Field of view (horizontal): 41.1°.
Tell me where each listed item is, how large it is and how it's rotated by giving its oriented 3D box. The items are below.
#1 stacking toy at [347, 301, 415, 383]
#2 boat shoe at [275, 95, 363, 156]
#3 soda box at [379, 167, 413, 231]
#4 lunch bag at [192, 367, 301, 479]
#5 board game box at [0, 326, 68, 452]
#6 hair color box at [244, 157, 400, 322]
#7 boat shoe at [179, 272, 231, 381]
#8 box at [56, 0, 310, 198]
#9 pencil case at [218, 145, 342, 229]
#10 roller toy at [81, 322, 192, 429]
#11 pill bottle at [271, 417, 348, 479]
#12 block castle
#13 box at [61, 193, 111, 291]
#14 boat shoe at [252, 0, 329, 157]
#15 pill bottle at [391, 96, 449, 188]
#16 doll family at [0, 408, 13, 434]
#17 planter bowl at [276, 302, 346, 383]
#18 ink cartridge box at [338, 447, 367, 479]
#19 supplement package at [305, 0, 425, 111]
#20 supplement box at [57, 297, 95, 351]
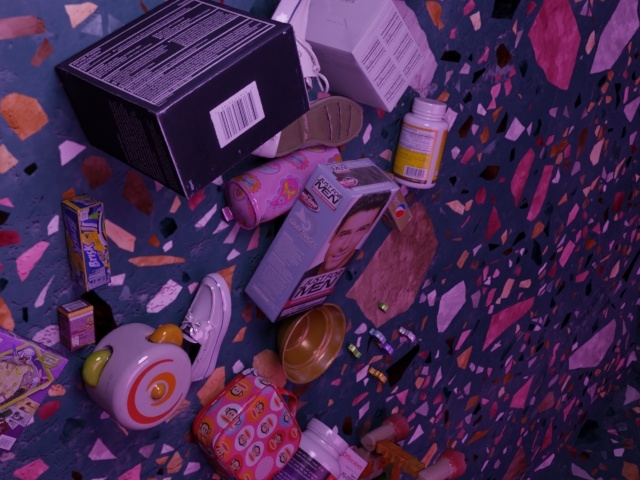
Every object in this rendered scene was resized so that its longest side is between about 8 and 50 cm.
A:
[{"bbox_3d":[0.175,0.291,2.422,0.167,0.052,0.221,-53,140,-13],"label":"stacking toy"},{"bbox_3d":[-0.038,-0.252,1.835,0.302,0.103,0.113,-17,112,-41],"label":"boat shoe"},{"bbox_3d":[0.175,-0.104,2.190,0.058,0.061,0.181,-50,139,-15],"label":"soda box"},{"bbox_3d":[-0.160,0.460,2.086,0.258,0.120,0.293,-44,137,-24],"label":"lunch bag"},{"bbox_3d":[-0.630,0.238,1.494,0.208,0.056,0.347,-55,141,-4],"label":"board game box"},{"bbox_3d":[0.000,0.000,1.898,0.185,0.113,0.375,-14,142,-51],"label":"hair color box"},{"bbox_3d":[-0.260,0.195,1.845,0.084,0.095,0.258,-12,118,-49],"label":"boat shoe"},{"bbox_3d":[-0.229,-0.260,1.463,0.296,0.294,0.183,-39,138,-27],"label":"box"},{"bbox_3d":[-0.079,-0.123,1.857,0.284,0.124,0.124,-30,131,-34],"label":"pencil case"},{"bbox_3d":[-0.363,0.277,1.733,0.209,0.146,0.191,-34,134,-32],"label":"roller toy"},{"bbox_3d":[-0.070,0.632,2.234,0.323,0.181,0.181,-51,140,-15],"label":"pill bottle"},{"bbox_3d":[0.253,0.781,2.587,0.212,0.303,0.454,-15,122,-44],"label":"block castle"},{"bbox_3d":[-0.430,0.004,1.573,0.054,0.059,0.169,-24,127,-40],"label":"box"},{"bbox_3d":[-0.057,-0.330,1.669,0.156,0.136,0.367,22,78,-13],"label":"boat shoe"},{"bbox_3d":[0.255,-0.247,2.156,0.117,0.117,0.215,-10,118,-45],"label":"pill bottle"},{"bbox_3d":[-0.615,0.323,1.433,0.193,0.111,0.076,-35,134,-30],"label":"doll family"},{"bbox_3d":[-0.043,0.238,2.115,0.217,0.090,0.217,-26,129,-38],"label":"planter bowl"},{"bbox_3d":[0.004,0.673,2.405,0.237,0.100,0.172,-53,141,-12],"label":"ink cartridge box"},{"bbox_3d":[0.079,-0.409,1.804,0.149,0.194,0.203,-55,141,-10],"label":"supplement package"},{"bbox_3d":[-0.467,0.161,1.634,0.055,0.043,0.083,-19,123,-41],"label":"supplement box"}]
